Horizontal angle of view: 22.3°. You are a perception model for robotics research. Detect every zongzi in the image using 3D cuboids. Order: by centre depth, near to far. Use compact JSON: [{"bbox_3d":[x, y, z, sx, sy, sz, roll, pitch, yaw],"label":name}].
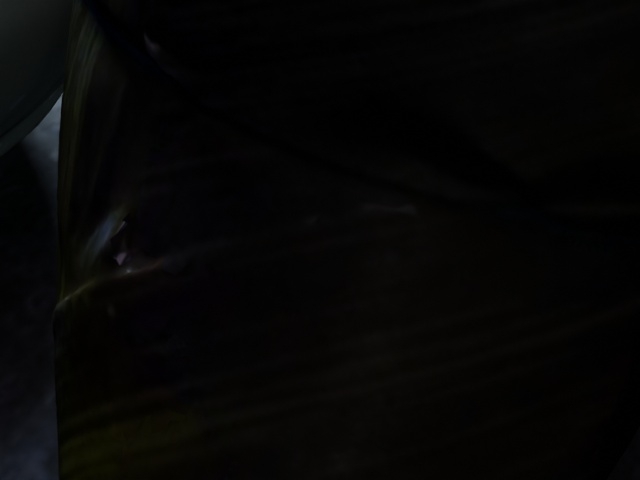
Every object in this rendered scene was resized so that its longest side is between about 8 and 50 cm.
[{"bbox_3d":[0.000,0.000,0.543,0.208,0.432,0.403,17,5,-9],"label":"zongzi"}]

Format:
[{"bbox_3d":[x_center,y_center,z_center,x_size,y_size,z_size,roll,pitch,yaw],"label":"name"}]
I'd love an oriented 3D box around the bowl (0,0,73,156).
[{"bbox_3d":[-0.183,-0.104,0.618,0.277,0.145,0.277,-15,39,13],"label":"bowl"}]
